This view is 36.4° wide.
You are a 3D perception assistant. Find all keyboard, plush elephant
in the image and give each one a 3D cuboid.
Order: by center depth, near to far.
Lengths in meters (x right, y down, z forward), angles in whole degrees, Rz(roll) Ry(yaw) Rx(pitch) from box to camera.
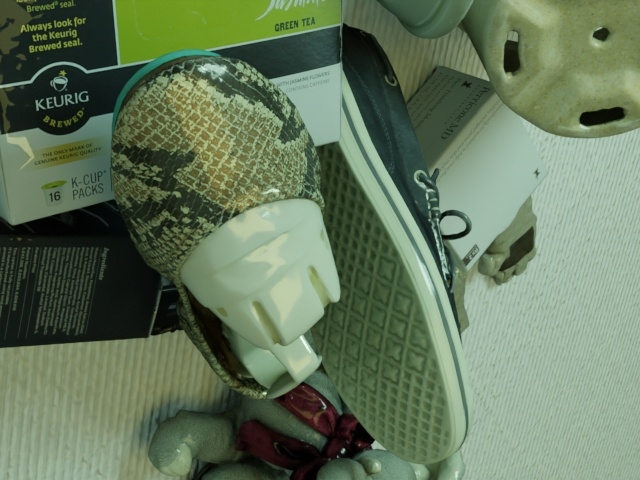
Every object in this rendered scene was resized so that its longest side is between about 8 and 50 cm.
[{"bbox_3d":[-0.157,0.073,1.098,0.180,0.023,0.108,-7,149,-29],"label":"keyboard"},{"bbox_3d":[0.007,0.261,1.166,0.272,0.255,0.330,-49,141,-2],"label":"plush elephant"}]

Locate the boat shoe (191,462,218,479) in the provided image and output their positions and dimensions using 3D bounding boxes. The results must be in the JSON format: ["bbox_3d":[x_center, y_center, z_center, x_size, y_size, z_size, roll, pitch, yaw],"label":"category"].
[{"bbox_3d":[-0.170,0.341,1.223,0.152,0.056,0.049,-53,130,-21],"label":"boat shoe"}]

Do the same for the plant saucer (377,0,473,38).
[{"bbox_3d":[0.054,-0.381,0.869,0.100,0.400,0.400,-6,117,-9],"label":"plant saucer"}]

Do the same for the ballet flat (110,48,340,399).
[{"bbox_3d":[-0.055,0.033,0.830,0.164,0.182,0.483,-26,159,-12],"label":"ballet flat"}]

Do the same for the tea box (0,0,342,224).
[{"bbox_3d":[-0.170,-0.228,0.828,0.329,0.220,0.323,-18,122,-34],"label":"tea box"}]

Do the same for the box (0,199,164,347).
[{"bbox_3d":[-0.271,0.020,0.909,0.207,0.153,0.108,1,109,-40],"label":"box"}]

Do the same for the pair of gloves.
[{"bbox_3d":[0.221,0.036,1.392,0.240,0.042,0.204,-43,147,-8],"label":"pair of gloves"}]

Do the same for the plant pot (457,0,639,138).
[{"bbox_3d":[0.269,-0.276,1.018,0.334,0.305,0.334,1,129,1],"label":"plant pot"}]

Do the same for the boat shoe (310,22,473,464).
[{"bbox_3d":[0.060,-0.017,1.027,0.156,0.187,0.500,-12,78,-43],"label":"boat shoe"}]

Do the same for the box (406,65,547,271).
[{"bbox_3d":[0.172,-0.092,1.254,0.181,0.119,0.182,-49,133,-11],"label":"box"}]
